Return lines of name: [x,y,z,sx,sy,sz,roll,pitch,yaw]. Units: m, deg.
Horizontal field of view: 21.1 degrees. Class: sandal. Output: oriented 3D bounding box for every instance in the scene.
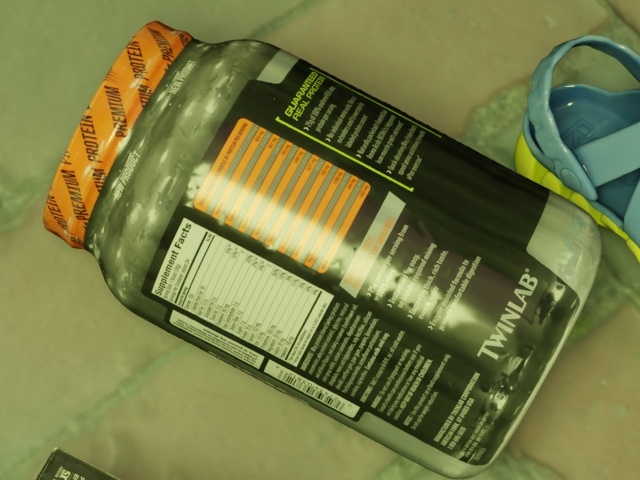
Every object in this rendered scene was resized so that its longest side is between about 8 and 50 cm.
sandal: [0.249,-0.047,1.204,0.317,0.138,0.126,31,65,37]

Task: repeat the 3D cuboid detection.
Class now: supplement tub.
supplement tub: [0.000,0.000,1.160,0.338,0.207,0.207,28,63,2]

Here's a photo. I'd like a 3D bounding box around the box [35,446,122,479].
box: [-0.173,0.238,1.046,0.078,0.147,0.180,27,62,2]
